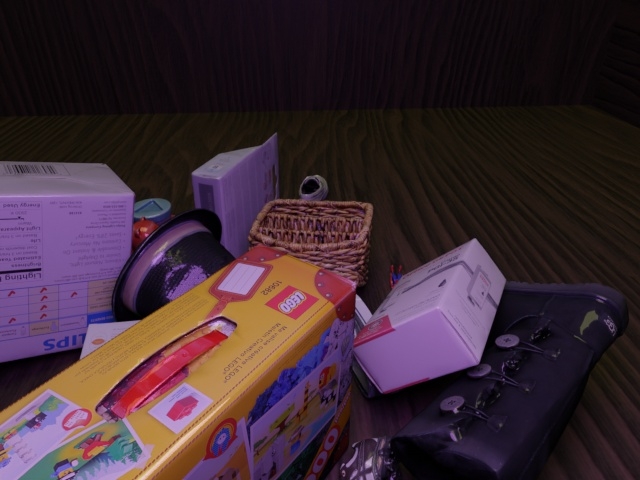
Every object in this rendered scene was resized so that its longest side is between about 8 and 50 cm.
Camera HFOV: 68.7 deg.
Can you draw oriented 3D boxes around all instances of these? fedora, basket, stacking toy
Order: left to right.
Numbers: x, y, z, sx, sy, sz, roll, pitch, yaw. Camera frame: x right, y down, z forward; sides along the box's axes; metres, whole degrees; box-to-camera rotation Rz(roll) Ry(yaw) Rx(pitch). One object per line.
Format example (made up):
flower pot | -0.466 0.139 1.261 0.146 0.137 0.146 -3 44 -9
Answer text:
stacking toy | -0.452 -0.053 1.432 0.279 0.131 0.309 -10 33 -15
fedora | -0.299 0.091 1.069 0.152 0.334 0.334 30 39 15
basket | -0.026 -0.004 1.184 0.298 0.223 0.213 5 -1 12

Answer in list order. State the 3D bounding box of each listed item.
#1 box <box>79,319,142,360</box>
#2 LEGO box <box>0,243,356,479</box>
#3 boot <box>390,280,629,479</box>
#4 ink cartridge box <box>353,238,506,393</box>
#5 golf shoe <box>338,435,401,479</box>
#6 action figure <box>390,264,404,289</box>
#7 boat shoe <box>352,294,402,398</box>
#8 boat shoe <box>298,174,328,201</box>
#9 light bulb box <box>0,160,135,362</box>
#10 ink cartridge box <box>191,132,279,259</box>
box | -0.397 0.253 0.927 0.130 0.091 0.171 -4 42 -8
LEGO box | -0.165 0.292 0.620 0.193 0.373 0.500 20 37 29
boot | 0.288 0.248 0.842 0.445 0.146 0.367 -38 6 -31
ink cartridge box | 0.211 0.136 0.885 0.207 0.117 0.283 -34 3 37
golf shoe | 0.067 0.404 0.739 0.093 0.077 0.198 -10 26 28
action figure | 0.206 0.105 1.263 0.038 0.030 0.115 7 33 2
boat shoe | 0.066 0.215 1.015 0.102 0.108 0.301 -12 40 -21
boat shoe | -0.031 -0.189 1.694 0.096 0.088 0.268 7 32 12
light bulb box | -0.612 0.036 0.991 0.357 0.361 0.225 -5 26 -38
ink cartridge box | -0.228 -0.120 1.367 0.091 0.308 0.385 10 32 14
